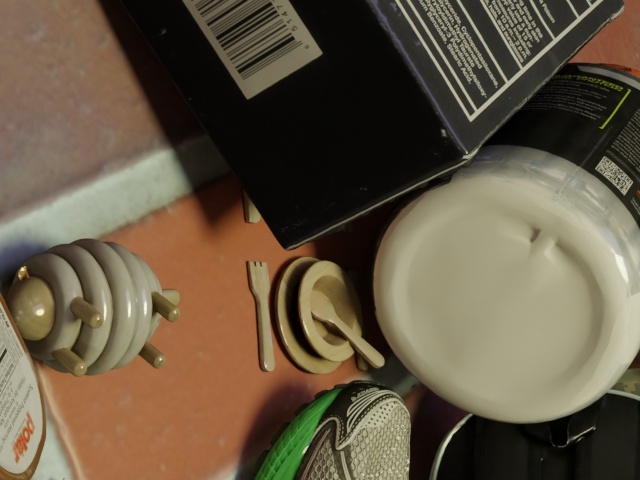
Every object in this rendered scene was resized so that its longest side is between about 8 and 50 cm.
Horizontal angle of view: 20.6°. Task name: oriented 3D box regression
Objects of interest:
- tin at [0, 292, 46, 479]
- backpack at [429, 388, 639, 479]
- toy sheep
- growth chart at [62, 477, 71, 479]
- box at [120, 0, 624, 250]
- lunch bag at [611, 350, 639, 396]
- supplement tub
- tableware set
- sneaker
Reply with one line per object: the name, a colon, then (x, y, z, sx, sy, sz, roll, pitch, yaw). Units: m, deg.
tin: (-0.202, 0.053, 0.955, 0.106, 0.040, 0.189, -69, 142, -60)
backpack: (0.190, 0.244, 1.328, 0.191, 0.225, 0.253, 57, 31, -61)
toy sheep: (-0.136, 0.041, 1.059, 0.132, 0.091, 0.091, 3, 78, -47)
growth chart: (-0.140, 0.230, 1.057, 0.237, 0.021, 0.172, 36, 52, -43)
box: (0.023, -0.199, 1.226, 0.296, 0.183, 0.294, 57, 40, -7)
lunch bag: (0.309, 0.118, 1.570, 0.235, 0.169, 0.287, 60, 32, -26)
supplement tub: (0.186, -0.016, 1.384, 0.338, 0.207, 0.207, -44, 116, -58)
tableware set: (0.000, 0.000, 1.292, 0.128, 0.039, 0.194, 4, 77, -53)
sneaker: (0.028, 0.256, 1.168, 0.134, 0.146, 0.343, 33, 55, -44)
